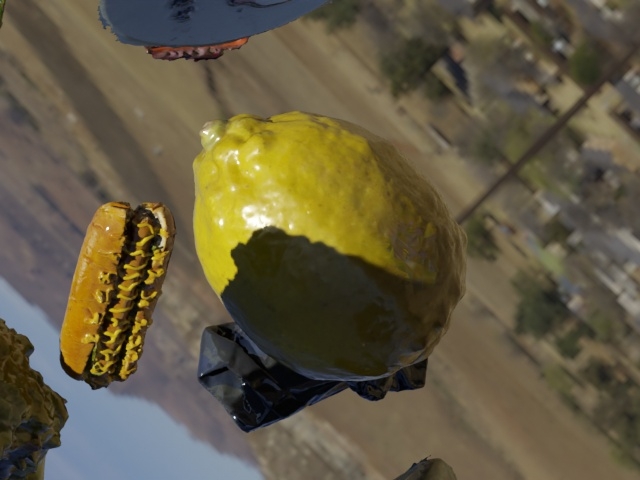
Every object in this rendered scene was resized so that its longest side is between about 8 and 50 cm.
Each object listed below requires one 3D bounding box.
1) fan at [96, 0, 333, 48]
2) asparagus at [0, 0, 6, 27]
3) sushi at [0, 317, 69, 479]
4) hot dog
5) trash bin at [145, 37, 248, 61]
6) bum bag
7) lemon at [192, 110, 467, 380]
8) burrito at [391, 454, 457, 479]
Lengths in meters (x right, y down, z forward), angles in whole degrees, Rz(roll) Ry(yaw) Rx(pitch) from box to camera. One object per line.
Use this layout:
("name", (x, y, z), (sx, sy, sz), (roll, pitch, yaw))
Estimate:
("fan", (0.025, -0.182, 0.888), (0.191, 0.329, 0.009), (93, 158, -70))
("asparagus", (-0.383, -0.234, 1.750), (0.016, 0.163, 0.016), (19, -162, 0))
("sushi", (-0.399, 0.186, 1.212), (0.240, 0.351, 0.396), (49, 131, 9))
("hot dog", (-0.161, 0.044, 1.172), (0.071, 0.165, 0.045), (1, -150, -34))
("trash bin", (-0.161, -0.293, 1.421), (0.239, 0.184, 0.161), (61, 145, 37))
("bum bag", (0.001, 0.141, 1.823), (0.074, 0.310, 0.137), (136, 121, -73))
("lemon", (0.005, 0.005, 1.627), (0.316, 0.285, 0.285), (28, 170, 10))
("burrito", (0.065, 0.412, 1.712), (0.135, 0.190, 0.332), (44, -145, -1))
